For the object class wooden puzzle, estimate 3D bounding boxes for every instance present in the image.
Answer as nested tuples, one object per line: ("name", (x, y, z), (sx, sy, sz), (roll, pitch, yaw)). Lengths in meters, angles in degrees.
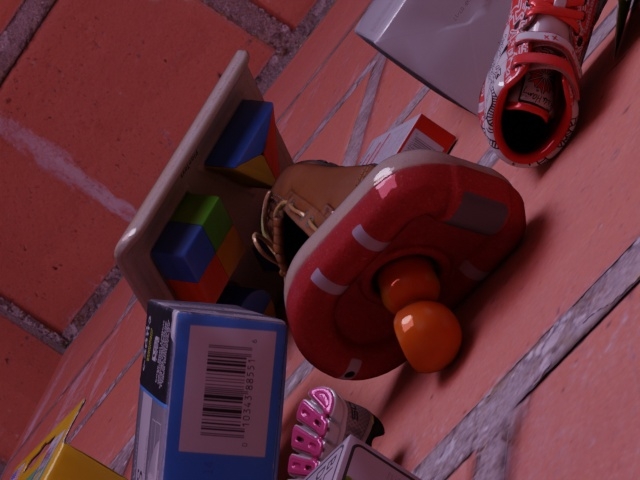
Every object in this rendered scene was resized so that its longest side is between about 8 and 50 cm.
("wooden puzzle", (-0.094, 0.001, 2.109), (0.322, 0.080, 0.348), (-62, -32, -33))

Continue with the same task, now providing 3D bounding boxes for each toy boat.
("toy boat", (0.074, 0.045, 1.465), (0.231, 0.151, 0.151), (-48, 41, 35))

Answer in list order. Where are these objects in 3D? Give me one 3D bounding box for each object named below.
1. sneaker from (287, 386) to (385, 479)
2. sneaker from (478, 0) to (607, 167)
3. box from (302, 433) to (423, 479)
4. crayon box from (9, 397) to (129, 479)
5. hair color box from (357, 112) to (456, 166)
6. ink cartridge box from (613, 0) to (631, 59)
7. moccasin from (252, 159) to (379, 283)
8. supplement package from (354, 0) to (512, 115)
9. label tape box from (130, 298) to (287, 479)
("sneaker", (0.011, 0.204, 1.395), (0.063, 0.074, 0.170), (0, 77, 57))
("sneaker", (0.209, -0.193, 1.543), (0.145, 0.090, 0.270), (-84, 12, -68))
("box", (-0.038, 0.286, 1.260), (0.290, 0.087, 0.169), (-47, 13, 38))
("crayon box", (-0.294, 0.331, 1.700), (0.203, 0.083, 0.323), (-43, 18, 50))
("hair color box", (0.082, -0.078, 1.986), (0.093, 0.053, 0.167), (-58, 12, -15))
("ink cartridge box", (0.321, -0.306, 1.533), (0.189, 0.097, 0.255), (-67, -19, -47))
("moccasin", (0.002, 0.002, 1.913), (0.147, 0.139, 0.380), (-48, 18, -10))
("supplement package", (0.159, -0.258, 1.927), (0.194, 0.149, 0.203), (-54, 10, 5))
("label tape box", (-0.117, 0.180, 1.651), (0.333, 0.106, 0.241), (-178, 93, -78))
